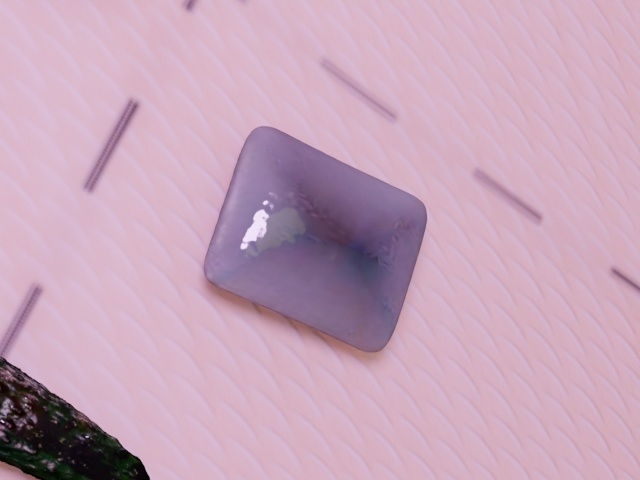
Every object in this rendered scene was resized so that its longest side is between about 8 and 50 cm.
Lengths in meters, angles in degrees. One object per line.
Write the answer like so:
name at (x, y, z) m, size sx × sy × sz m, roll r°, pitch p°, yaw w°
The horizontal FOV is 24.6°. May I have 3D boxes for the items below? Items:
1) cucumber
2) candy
cucumber at (-0.228, 0.119, 1.039) m, size 0.293 × 0.067 × 0.067 m, roll 37°, pitch 69°, yaw -23°
candy at (0.000, 0.000, 1.173) m, size 0.174 × 0.071 × 0.138 m, roll 25°, pitch 75°, yaw -26°
